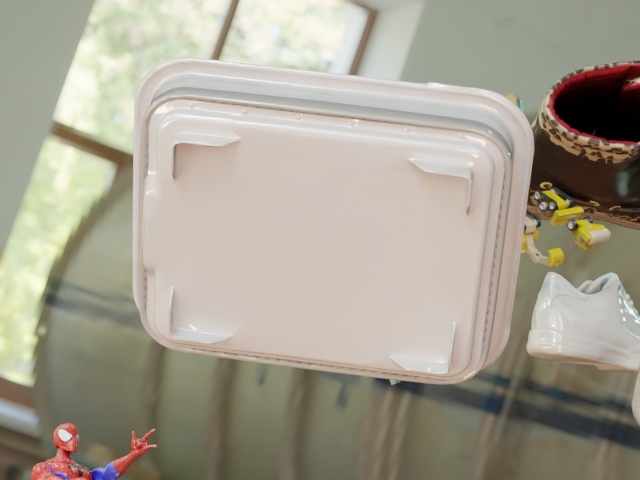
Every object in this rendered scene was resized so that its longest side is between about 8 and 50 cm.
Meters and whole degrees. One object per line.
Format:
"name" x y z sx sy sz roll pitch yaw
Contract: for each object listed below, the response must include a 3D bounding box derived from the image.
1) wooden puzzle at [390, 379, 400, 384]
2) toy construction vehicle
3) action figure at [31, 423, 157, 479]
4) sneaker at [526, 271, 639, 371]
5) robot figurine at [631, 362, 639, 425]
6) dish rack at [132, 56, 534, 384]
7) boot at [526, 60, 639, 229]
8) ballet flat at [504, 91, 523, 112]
"wooden puzzle" 0.090 0.160 2.378 0.006 0.049 0.083 -20 -5 10
"toy construction vehicle" 0.215 -0.009 1.728 0.086 0.035 0.098 -12 33 -33
"action figure" -0.236 0.302 1.960 0.091 0.280 0.139 17 -46 -39
"sneaker" 0.287 0.080 1.797 0.212 0.094 0.080 15 -13 -43
"robot figurine" 0.371 0.061 1.505 0.200 0.353 0.300 4 10 -36
"dish rack" 0.000 0.000 1.545 0.333 0.285 0.072 7 33 5
"boot" 0.426 -0.123 2.408 0.378 0.138 0.284 2 -20 -5
"ballet flat" 0.130 -0.038 1.735 0.073 0.232 0.080 11 31 -2
